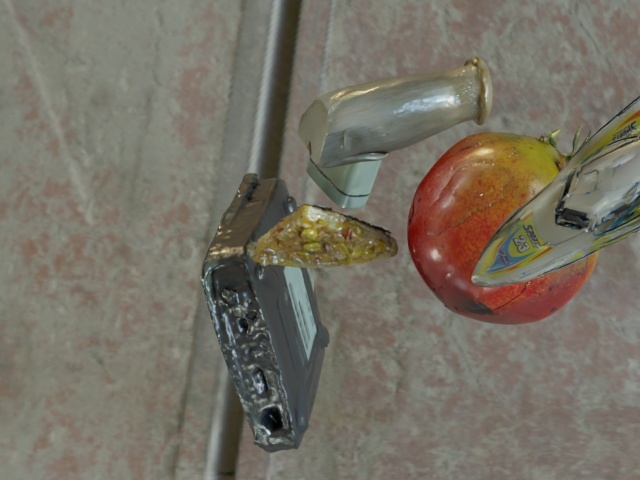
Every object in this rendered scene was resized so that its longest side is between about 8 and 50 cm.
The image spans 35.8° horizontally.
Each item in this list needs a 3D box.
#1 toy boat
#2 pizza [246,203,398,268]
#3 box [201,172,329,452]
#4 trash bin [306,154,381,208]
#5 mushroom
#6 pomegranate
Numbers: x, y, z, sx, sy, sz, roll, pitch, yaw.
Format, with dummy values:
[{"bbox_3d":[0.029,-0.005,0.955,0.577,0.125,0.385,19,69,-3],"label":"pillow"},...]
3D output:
[{"bbox_3d":[0.191,-0.020,0.724,0.210,0.066,0.084,-38,61,32],"label":"toy boat"},{"bbox_3d":[0.000,0.000,1.126,0.178,0.131,0.041,3,66,2],"label":"pizza"},{"bbox_3d":[-0.070,0.103,1.537,0.091,0.350,0.359,-8,115,13],"label":"box"},{"bbox_3d":[0.040,-0.130,1.427,0.116,0.059,0.130,49,132,39],"label":"trash bin"},{"bbox_3d":[0.087,-0.152,1.192,0.247,0.108,0.096,-15,71,8],"label":"mushroom"},{"bbox_3d":[0.204,-0.019,1.048,0.235,0.210,0.210,-34,65,20],"label":"pomegranate"}]
